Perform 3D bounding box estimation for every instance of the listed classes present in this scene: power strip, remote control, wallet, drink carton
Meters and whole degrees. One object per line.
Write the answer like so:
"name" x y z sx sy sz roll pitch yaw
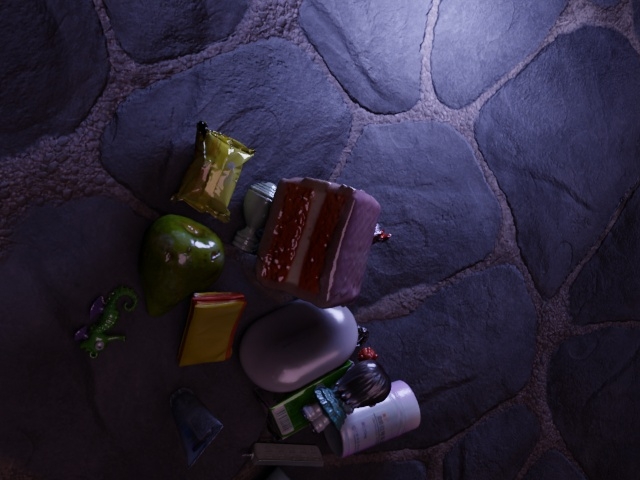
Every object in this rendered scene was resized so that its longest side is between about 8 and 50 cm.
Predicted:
"power strip" -0.101 0.602 1.644 0.253 0.060 0.027 12 118 -25
"remote control" -0.056 0.270 1.570 0.332 0.103 0.221 -24 61 -21
"wallet" -0.274 0.218 1.468 0.141 0.067 0.241 -2 134 -28
"drink carton" -0.037 0.412 1.600 0.271 0.161 0.108 -25 105 -18

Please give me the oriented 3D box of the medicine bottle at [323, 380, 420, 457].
"medicine bottle" 0.144 0.511 1.693 0.254 0.152 0.152 -13 101 -21

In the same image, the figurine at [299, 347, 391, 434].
"figurine" 0.065 0.389 1.498 0.246 0.110 0.137 -31 83 -11

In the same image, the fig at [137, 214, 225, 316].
"fig" -0.362 0.083 1.425 0.206 0.206 0.275 25 109 -24

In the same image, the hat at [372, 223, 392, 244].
"hat" 0.071 -0.062 1.626 0.227 0.140 0.129 50 55 -7

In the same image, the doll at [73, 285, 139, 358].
"doll" -0.514 0.197 1.424 0.115 0.050 0.190 28 82 -20

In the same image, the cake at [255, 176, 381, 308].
"cake" 0.000 0.000 1.483 0.230 0.237 0.308 17 88 -69

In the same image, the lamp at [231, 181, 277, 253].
"lamp" -0.165 -0.061 1.526 0.106 0.106 0.193 23 93 -24

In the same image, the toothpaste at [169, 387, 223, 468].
"toothpaste" -0.303 0.433 1.404 0.114 0.299 0.073 -48 112 -11

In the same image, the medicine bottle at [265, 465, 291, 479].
"medicine bottle" -0.181 0.777 1.573 0.318 0.158 0.158 -40 110 -15

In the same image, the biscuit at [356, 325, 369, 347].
"biscuit" 0.100 0.273 1.717 0.089 0.027 0.087 -29 107 -18

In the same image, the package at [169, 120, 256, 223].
"package" -0.270 -0.167 1.471 0.168 0.090 0.226 23 83 -21
